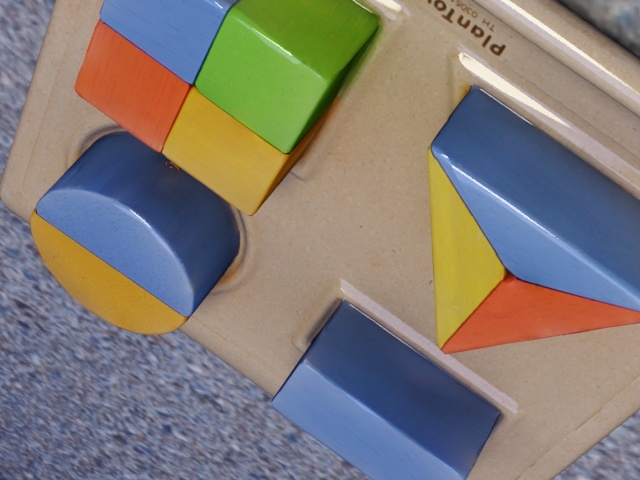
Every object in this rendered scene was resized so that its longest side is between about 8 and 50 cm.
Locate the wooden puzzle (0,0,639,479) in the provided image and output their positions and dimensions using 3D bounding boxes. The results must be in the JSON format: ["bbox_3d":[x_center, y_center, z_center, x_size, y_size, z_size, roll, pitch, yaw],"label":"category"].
[{"bbox_3d":[0.000,0.000,0.572,0.322,0.080,0.348,35,144,1],"label":"wooden puzzle"}]
